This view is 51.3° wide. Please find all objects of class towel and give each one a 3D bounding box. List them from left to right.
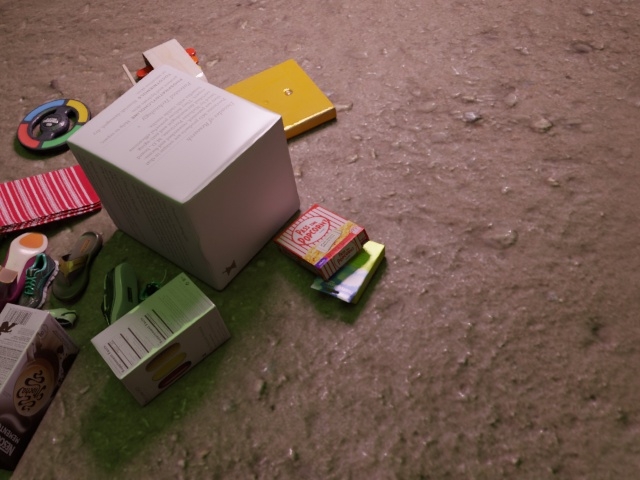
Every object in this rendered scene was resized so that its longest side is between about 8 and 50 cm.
[{"bbox_3d":[-0.751,-0.120,1.810,0.275,0.031,0.199,-18,49,-25],"label":"towel"}]

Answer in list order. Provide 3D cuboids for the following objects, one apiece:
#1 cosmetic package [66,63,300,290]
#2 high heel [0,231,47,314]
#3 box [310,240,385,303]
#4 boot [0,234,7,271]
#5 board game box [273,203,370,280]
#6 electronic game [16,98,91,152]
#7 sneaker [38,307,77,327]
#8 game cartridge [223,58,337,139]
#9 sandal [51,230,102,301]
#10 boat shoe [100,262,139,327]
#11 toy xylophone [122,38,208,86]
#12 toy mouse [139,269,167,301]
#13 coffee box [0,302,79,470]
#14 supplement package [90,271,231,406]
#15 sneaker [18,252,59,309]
[{"bbox_3d":[-0.315,-0.157,1.619,0.394,0.329,0.327,28,61,26],"label":"cosmetic package"},{"bbox_3d":[-0.763,0.078,1.694,0.082,0.117,0.244,17,33,-15],"label":"high heel"},{"bbox_3d":[0.067,0.070,1.560,0.109,0.042,0.178,20,58,24],"label":"box"},{"bbox_3d":[-0.862,0.011,1.741,0.213,0.077,0.165,20,55,23],"label":"boot"},{"bbox_3d":[0.000,0.000,1.588,0.147,0.045,0.193,-42,40,-17],"label":"board game box"},{"bbox_3d":[-0.812,-0.353,2.035,0.229,0.048,0.229,-4,52,5],"label":"electronic game"},{"bbox_3d":[-0.633,0.182,1.597,0.109,0.040,0.043,9,38,11],"label":"sneaker"},{"bbox_3d":[-0.158,-0.386,1.957,0.324,0.052,0.285,-28,53,-9],"label":"game cartridge"},{"bbox_3d":[-0.614,0.055,1.673,0.090,0.060,0.219,6,53,14],"label":"sandal"},{"bbox_3d":[-0.473,0.159,1.566,0.070,0.078,0.219,-24,53,21],"label":"boat shoe"},{"bbox_3d":[-0.481,-0.517,2.087,0.236,0.081,0.322,-22,52,-8],"label":"toy xylophone"},{"bbox_3d":[-0.369,0.129,1.591,0.161,0.031,0.143,-11,44,-4],"label":"toy mouse"},{"bbox_3d":[-0.660,0.308,1.414,0.119,0.168,0.297,9,55,16],"label":"coffee box"},{"bbox_3d":[-0.343,0.214,1.453,0.244,0.139,0.134,-39,55,-18],"label":"supplement package"},{"bbox_3d":[-0.706,0.101,1.641,0.065,0.076,0.166,3,53,12],"label":"sneaker"}]
